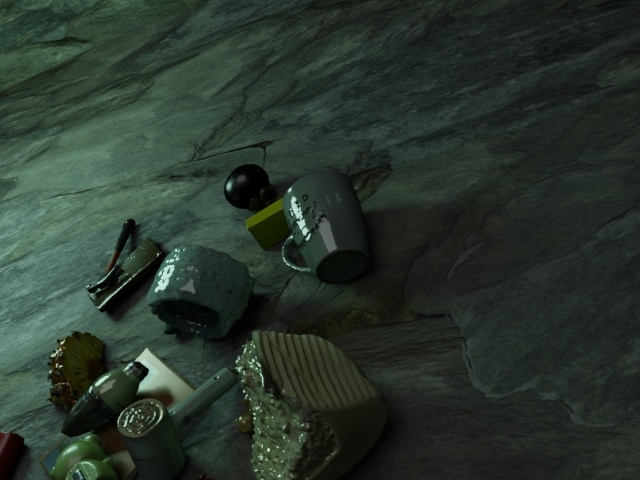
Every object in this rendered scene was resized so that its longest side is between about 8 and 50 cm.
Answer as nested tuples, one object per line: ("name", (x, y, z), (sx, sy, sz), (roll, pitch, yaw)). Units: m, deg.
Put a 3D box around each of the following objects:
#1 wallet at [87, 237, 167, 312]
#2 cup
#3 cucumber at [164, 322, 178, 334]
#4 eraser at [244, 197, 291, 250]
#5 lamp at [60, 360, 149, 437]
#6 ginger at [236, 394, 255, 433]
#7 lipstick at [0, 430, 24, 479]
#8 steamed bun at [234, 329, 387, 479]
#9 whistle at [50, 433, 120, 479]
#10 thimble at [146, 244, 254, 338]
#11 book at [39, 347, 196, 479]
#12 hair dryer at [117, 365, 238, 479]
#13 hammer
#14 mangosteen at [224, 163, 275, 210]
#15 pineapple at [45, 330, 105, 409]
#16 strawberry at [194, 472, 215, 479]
("wallet", (-0.555, 0.100, 2.034), (0.243, 0.039, 0.133), (-43, 36, -13))
("cup", (0.000, 0.000, 1.729), (0.258, 0.186, 0.234), (-45, 44, 32))
("cucumber", (-0.372, 0.201, 1.835), (0.048, 0.048, 0.105), (2, 56, 32))
("eraser", (-0.125, -0.042, 1.870), (0.122, 0.097, 0.045), (-30, 44, 6))
("lamp", (-0.515, 0.380, 1.689), (0.250, 0.101, 0.101), (-43, 44, -4))
("ginger", (-0.123, 0.326, 1.579), (0.193, 0.052, 0.176), (-32, 43, -10))
("lipstick", (-0.809, 0.605, 1.714), (0.073, 0.073, 0.279), (-5, 51, 27))
("steamed bun", (-0.041, 0.349, 1.397), (0.290, 0.274, 0.272), (53, 131, 49))
("whistle", (-0.493, 0.529, 1.527), (0.131, 0.106, 0.288), (-43, 43, -14))
("thimble", (-0.293, 0.130, 1.736), (0.250, 0.205, 0.171), (10, 56, 15))
("book", (-0.479, 0.452, 1.687), (0.263, 0.028, 0.374), (27, 69, 43))
("hair dryer", (-0.270, 0.371, 1.580), (0.357, 0.173, 0.108), (-35, 43, -30))
("hammer", (-0.603, 0.036, 2.095), (0.111, 0.033, 0.287), (-24, 34, 23))
("mangosteen", (-0.194, -0.142, 1.991), (0.151, 0.137, 0.137), (36, 72, 9))
("pineapple", (-0.663, 0.339, 1.815), (0.164, 0.140, 0.249), (-24, 40, 21))
("strawberry", (-0.229, 0.553, 1.359), (0.202, 0.186, 0.184), (31, 44, 15))
